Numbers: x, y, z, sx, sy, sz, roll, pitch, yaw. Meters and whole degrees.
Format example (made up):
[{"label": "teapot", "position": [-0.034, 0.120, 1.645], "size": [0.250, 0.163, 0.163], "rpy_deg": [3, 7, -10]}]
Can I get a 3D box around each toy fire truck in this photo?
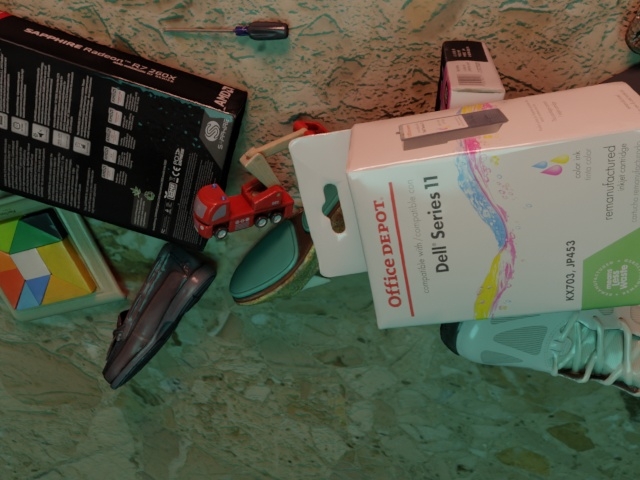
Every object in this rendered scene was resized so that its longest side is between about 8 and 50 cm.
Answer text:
[{"label": "toy fire truck", "position": [-0.078, -0.083, 0.836], "size": [0.192, 0.047, 0.135], "rpy_deg": [-16, 137, -30]}]

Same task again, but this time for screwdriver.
[{"label": "screwdriver", "position": [-0.123, -0.272, 0.800], "size": [0.170, 0.025, 0.024], "rpy_deg": [6, 125, 13]}]

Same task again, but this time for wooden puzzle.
[{"label": "wooden puzzle", "position": [-0.468, 0.034, 1.021], "size": [0.221, 0.044, 0.239], "rpy_deg": [-13, 121, 15]}]

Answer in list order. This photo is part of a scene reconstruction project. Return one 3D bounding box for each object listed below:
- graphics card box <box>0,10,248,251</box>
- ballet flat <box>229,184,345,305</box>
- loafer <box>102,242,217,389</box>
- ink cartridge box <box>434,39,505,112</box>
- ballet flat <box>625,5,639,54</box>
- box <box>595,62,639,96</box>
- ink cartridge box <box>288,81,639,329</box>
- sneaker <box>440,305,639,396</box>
[{"label": "graphics card box", "position": [-0.306, -0.146, 0.855], "size": [0.371, 0.094, 0.233], "rpy_deg": [17, 123, -3]}, {"label": "ballet flat", "position": [0.000, 0.000, 0.908], "size": [0.123, 0.123, 0.348], "rpy_deg": [35, 120, -15]}, {"label": "loafer", "position": [-0.289, 0.126, 1.039], "size": [0.095, 0.109, 0.302], "rpy_deg": [43, 113, 2]}, {"label": "ink cartridge box", "position": [0.170, -0.051, 0.809], "size": [0.069, 0.176, 0.371], "rpy_deg": [2, 123, 6]}, {"label": "ballet flat", "position": [0.448, -0.301, 0.674], "size": [0.058, 0.084, 0.250], "rpy_deg": [39, 125, -19]}, {"label": "box", "position": [0.455, -0.138, 0.763], "size": [0.261, 0.103, 0.184], "rpy_deg": [-25, 120, 22]}, {"label": "ink cartridge box", "position": [0.148, -0.025, 0.650], "size": [0.353, 0.119, 0.207], "rpy_deg": [-8, 122, 12]}, {"label": "sneaker", "position": [0.387, 0.127, 0.761], "size": [0.447, 0.257, 0.169], "rpy_deg": [-2, 121, -22]}]
